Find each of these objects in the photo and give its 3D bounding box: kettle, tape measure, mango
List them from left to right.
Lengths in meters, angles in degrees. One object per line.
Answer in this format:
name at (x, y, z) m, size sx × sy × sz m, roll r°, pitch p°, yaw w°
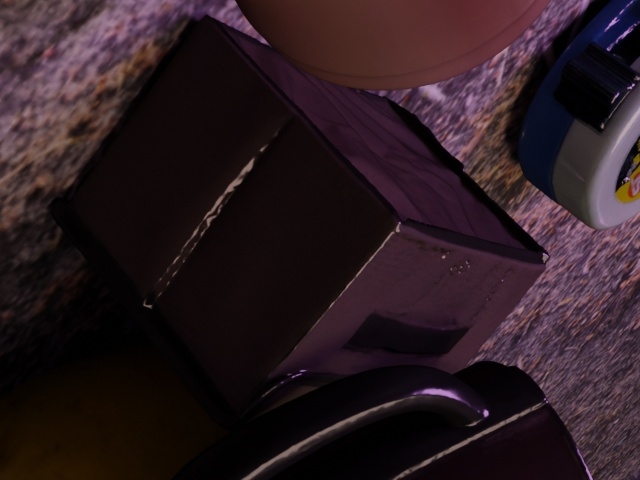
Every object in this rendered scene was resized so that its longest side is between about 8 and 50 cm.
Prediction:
mango at (-0.106, 0.176, 0.922) m, size 0.364 × 0.182 × 0.253 m, roll -17°, pitch 146°, yaw -39°
kettle at (0.024, 0.160, 0.773) m, size 0.232 × 0.144 × 0.202 m, roll -23°, pitch 135°, yaw -22°
tape measure at (0.279, -0.093, 1.239) m, size 0.215 × 0.098 × 0.351 m, roll -46°, pitch 152°, yaw -5°

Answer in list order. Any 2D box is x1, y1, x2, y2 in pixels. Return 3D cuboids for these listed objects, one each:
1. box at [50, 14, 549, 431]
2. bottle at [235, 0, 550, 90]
box at (0.000, 0.000, 0.850) m, size 0.153 × 0.188 × 0.252 m, roll -50°, pitch 153°, yaw 14°
bottle at (0.004, -0.211, 0.577) m, size 0.297 × 0.173 × 0.207 m, roll 48°, pitch 54°, yaw -63°
